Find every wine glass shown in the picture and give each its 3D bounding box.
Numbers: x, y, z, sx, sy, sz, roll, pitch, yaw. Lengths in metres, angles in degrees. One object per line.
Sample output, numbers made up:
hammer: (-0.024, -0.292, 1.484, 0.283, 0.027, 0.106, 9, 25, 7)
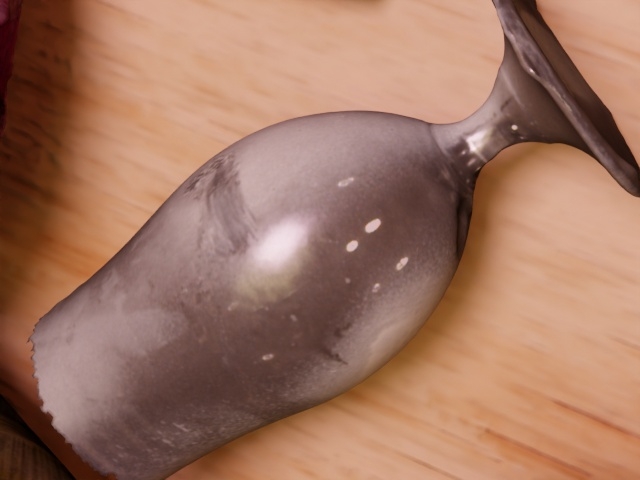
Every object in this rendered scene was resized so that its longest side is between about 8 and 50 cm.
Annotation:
wine glass: (0.000, 0.000, 0.453, 0.222, 0.103, 0.103, -35, 85, 16)

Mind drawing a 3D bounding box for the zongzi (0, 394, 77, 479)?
zongzi: (-0.159, 0.063, 0.468, 0.242, 0.112, 0.221, -37, 79, 50)

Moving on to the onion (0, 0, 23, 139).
onion: (-0.210, -0.079, 0.494, 0.227, 0.120, 0.284, -20, 77, 6)
